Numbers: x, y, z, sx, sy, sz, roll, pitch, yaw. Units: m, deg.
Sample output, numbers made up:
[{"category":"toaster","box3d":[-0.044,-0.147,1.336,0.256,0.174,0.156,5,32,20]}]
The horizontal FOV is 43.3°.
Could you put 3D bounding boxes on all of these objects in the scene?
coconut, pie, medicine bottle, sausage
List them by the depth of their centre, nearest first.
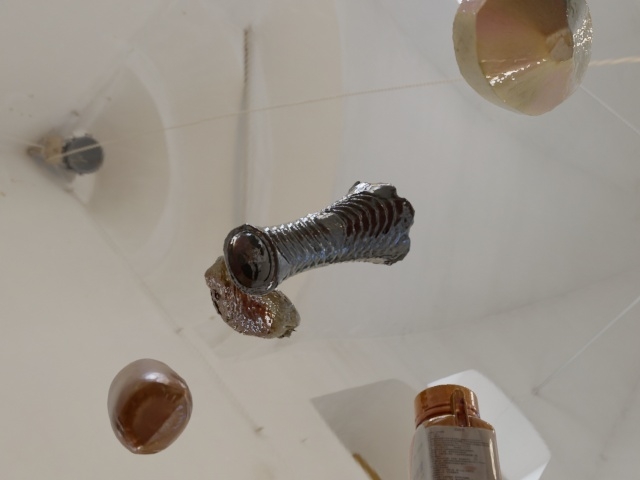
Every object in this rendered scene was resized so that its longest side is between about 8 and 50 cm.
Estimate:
[{"category":"sausage","box3d":[-0.224,0.209,1.045,0.105,0.274,0.105,1,-93,-16]},{"category":"medicine bottle","box3d":[0.193,0.332,1.186,0.112,0.149,0.222,6,-134,-5]},{"category":"pie","box3d":[-0.122,0.099,1.378,0.194,0.079,0.163,16,-44,41]},{"category":"coconut","box3d":[0.362,-0.351,1.422,0.259,0.259,0.259,-1,-93,23]}]

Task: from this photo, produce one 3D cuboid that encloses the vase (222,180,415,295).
[{"category":"vase","box3d":[0.000,0.000,0.916,0.115,0.237,0.115,12,-71,37]}]
